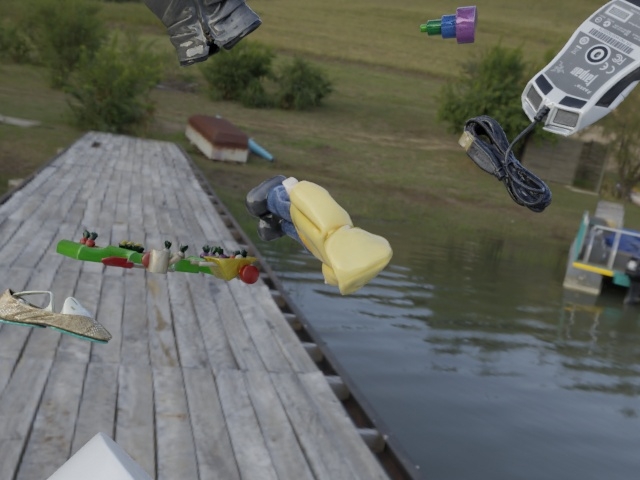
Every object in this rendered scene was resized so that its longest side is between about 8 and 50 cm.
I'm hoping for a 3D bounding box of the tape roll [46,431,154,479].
[{"bbox_3d":[-0.112,0.285,0.474,0.100,0.286,0.286,-43,39,-23],"label":"tape roll"}]

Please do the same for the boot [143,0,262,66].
[{"bbox_3d":[-0.171,-0.491,1.151,0.338,0.222,0.118,-31,12,17],"label":"boot"}]

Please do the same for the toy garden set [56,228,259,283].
[{"bbox_3d":[-0.224,0.018,0.894,0.244,0.049,0.204,10,-1,-37],"label":"toy garden set"}]

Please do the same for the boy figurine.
[{"bbox_3d":[0.000,0.000,0.864,0.092,0.177,0.285,-31,33,-16],"label":"boy figurine"}]

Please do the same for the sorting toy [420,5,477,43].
[{"bbox_3d":[0.197,-0.510,1.076,0.126,0.365,0.127,2,46,20],"label":"sorting toy"}]

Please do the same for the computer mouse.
[{"bbox_3d":[0.212,-0.119,0.519,0.042,0.193,0.106,36,12,-52],"label":"computer mouse"}]

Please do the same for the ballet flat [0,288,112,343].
[{"bbox_3d":[-0.449,0.122,1.046,0.206,0.067,0.073,12,-11,-2],"label":"ballet flat"}]
